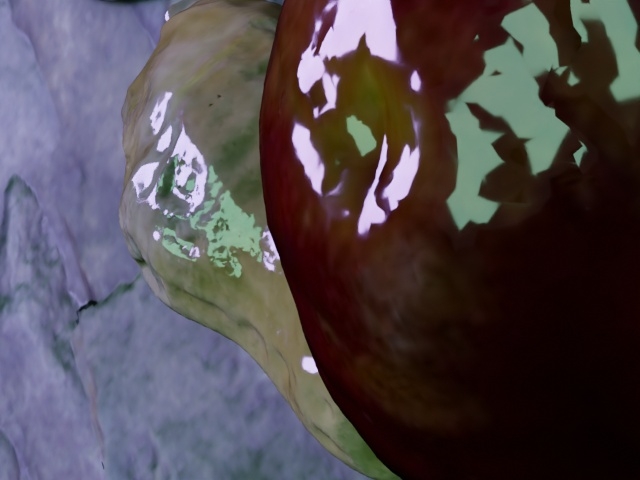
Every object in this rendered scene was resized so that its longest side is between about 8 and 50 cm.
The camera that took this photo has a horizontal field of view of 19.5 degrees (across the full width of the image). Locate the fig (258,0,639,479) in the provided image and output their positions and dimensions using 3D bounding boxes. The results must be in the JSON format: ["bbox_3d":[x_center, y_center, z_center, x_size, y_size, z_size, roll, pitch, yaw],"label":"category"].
[{"bbox_3d":[0.096,-0.038,0.418,0.203,0.186,0.249,-34,15,20],"label":"fig"}]

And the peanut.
[{"bbox_3d":[0.000,0.000,0.566,0.214,0.099,0.099,45,118,36],"label":"peanut"}]
